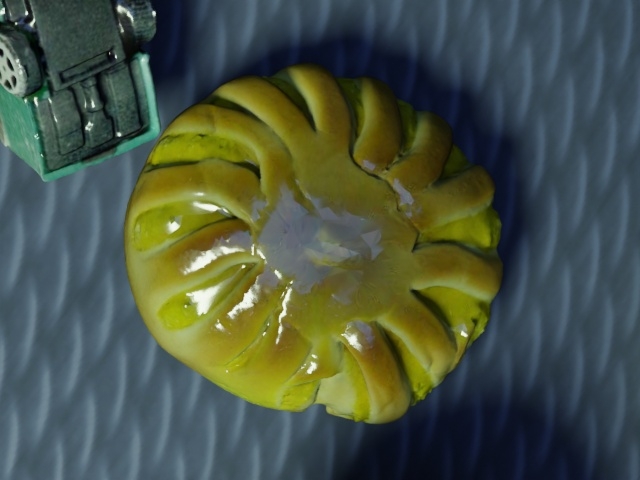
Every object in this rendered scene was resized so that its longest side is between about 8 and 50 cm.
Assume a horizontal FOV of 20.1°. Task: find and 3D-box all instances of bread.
[{"bbox_3d":[0.000,0.000,1.000,0.213,0.105,0.213,0,86,-7],"label":"bread"}]

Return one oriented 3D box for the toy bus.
[{"bbox_3d":[-0.154,-0.163,0.931,0.091,0.109,0.261,-24,120,-24],"label":"toy bus"}]
